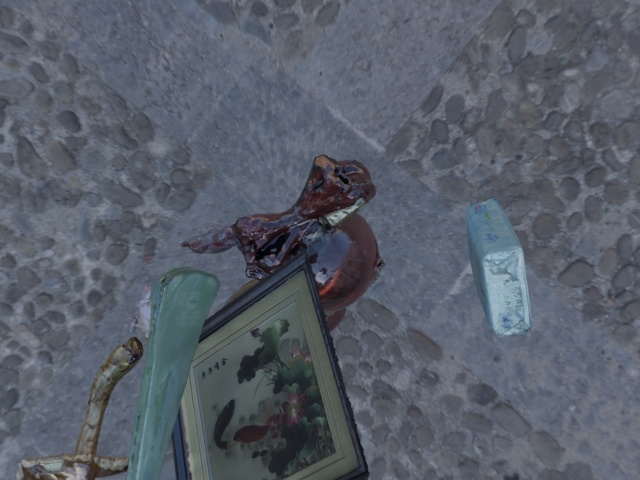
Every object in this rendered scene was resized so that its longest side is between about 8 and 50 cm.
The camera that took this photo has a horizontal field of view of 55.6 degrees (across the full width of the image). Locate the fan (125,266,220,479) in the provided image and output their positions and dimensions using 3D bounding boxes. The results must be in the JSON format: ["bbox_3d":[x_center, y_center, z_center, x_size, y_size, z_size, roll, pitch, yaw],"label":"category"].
[{"bbox_3d":[-0.090,0.107,0.311,0.016,0.038,0.193,17,95,34],"label":"fan"}]

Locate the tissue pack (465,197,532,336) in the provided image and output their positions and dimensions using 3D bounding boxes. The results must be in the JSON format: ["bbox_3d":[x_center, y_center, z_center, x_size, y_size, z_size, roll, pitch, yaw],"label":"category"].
[{"bbox_3d":[0.342,0.045,1.189,0.089,0.263,0.177,-10,112,12],"label":"tissue pack"}]

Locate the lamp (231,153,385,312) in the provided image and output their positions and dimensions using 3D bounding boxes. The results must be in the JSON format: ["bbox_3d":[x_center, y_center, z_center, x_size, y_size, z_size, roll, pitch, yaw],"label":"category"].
[{"bbox_3d":[0.007,0.010,0.789,0.215,0.223,0.151,-39,74,11],"label":"lamp"}]

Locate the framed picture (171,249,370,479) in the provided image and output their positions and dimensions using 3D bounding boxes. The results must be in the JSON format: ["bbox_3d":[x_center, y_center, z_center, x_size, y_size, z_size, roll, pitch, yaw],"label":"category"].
[{"bbox_3d":[-0.058,0.133,0.496,0.195,0.010,0.199,-35,52,24],"label":"framed picture"}]

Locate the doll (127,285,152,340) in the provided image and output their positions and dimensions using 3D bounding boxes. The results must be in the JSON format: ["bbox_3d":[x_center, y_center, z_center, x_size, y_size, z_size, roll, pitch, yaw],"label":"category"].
[{"bbox_3d":[-0.341,0.154,1.197,0.084,0.073,0.127,-17,98,-13],"label":"doll"}]

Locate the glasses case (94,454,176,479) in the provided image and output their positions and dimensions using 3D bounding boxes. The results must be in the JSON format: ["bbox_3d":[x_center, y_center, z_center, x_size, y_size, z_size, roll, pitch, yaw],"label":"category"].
[{"bbox_3d":[-0.166,0.329,0.779,0.308,0.083,0.128,-27,105,20],"label":"glasses case"}]

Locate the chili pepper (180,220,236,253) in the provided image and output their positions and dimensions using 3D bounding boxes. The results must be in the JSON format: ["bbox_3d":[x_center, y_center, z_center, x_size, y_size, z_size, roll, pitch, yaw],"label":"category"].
[{"bbox_3d":[-0.163,0.001,0.944,0.153,0.050,0.041,-17,78,41],"label":"chili pepper"}]

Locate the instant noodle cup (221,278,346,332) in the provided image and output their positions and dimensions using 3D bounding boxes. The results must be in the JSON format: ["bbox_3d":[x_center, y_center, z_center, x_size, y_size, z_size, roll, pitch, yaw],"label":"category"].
[{"bbox_3d":[-0.094,0.135,1.158,0.274,0.274,0.091,-22,58,-1],"label":"instant noodle cup"}]

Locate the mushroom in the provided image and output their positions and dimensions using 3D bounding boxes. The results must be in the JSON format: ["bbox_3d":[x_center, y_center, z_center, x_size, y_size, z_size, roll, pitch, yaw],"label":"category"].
[{"bbox_3d":[-0.429,0.377,1.189,0.233,0.302,0.208,-17,122,37],"label":"mushroom"}]
